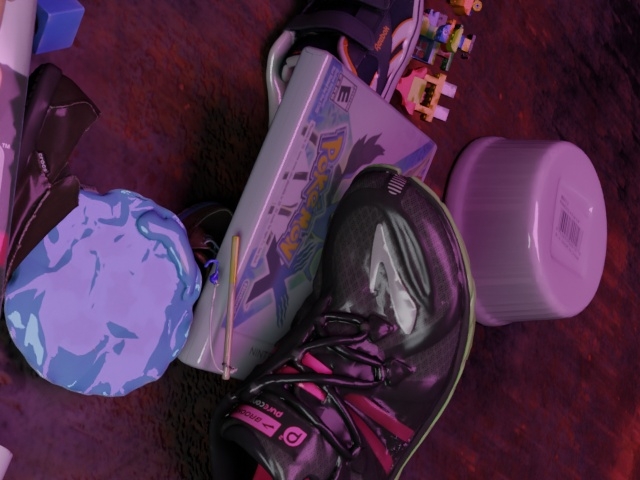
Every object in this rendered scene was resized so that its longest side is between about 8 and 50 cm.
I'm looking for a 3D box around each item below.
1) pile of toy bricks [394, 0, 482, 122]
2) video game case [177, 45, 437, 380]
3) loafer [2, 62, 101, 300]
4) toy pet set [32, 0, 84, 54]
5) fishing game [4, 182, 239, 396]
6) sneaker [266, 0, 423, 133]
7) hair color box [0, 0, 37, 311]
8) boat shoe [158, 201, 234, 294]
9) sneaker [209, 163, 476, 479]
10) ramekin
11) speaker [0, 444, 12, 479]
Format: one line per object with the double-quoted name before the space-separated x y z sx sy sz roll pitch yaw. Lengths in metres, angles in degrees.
"pile of toy bricks" 0.126 -0.263 1.515 0.105 0.118 0.212 18 91 -23
"video game case" 0.000 0.000 1.262 0.300 0.036 0.329 28 83 -60
"loafer" -0.234 -0.037 0.978 0.078 0.080 0.220 25 74 -24
"toy pet set" -0.260 -0.175 1.007 0.114 0.065 0.122 -25 110 -51
"fishing game" -0.195 0.044 1.063 0.264 0.041 0.189 0 90 -30
"sneaker" 0.027 -0.222 1.342 0.127 0.126 0.321 37 62 -53
"hair color box" -0.318 -0.127 0.860 0.185 0.113 0.375 11 80 -40
"boat shoe" -0.129 0.025 1.175 0.183 0.066 0.066 -51 129 -40
"sneaker" 0.011 0.161 1.164 0.202 0.185 0.483 9 99 -63
"ramekin" 0.299 -0.014 1.693 0.277 0.135 0.277 1 88 -53
"speaker" -0.297 0.223 0.955 0.055 0.055 0.136 43 56 -44
